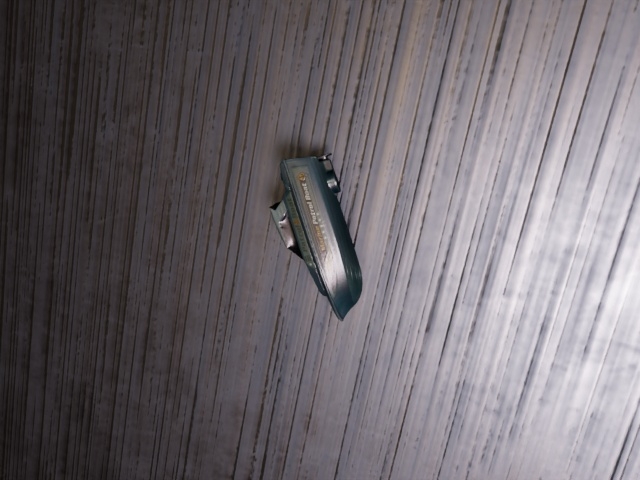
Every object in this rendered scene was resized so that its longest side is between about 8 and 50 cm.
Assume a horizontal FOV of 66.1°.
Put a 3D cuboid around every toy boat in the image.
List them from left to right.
[{"bbox_3d":[0.000,0.000,0.406,0.060,0.055,0.141,-17,95,9],"label":"toy boat"}]
